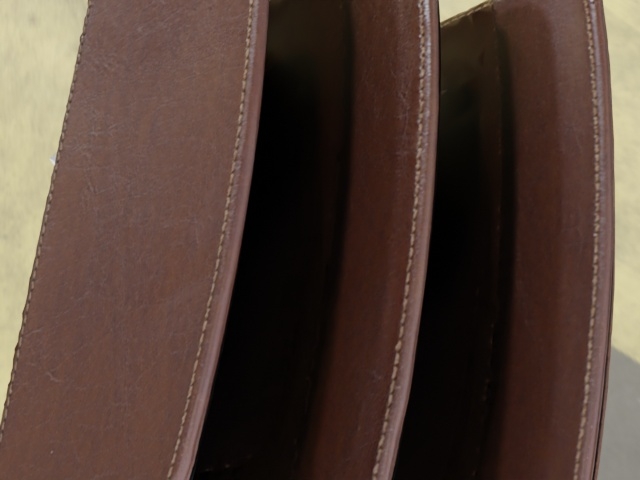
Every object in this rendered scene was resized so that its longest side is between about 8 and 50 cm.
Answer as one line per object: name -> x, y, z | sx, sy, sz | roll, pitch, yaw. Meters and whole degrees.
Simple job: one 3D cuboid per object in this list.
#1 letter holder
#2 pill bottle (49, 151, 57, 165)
letter holder -> 0.000, 0.000, 0.658 | 0.214, 0.302, 0.152 | -18, 145, 41
pill bottle -> -0.204, -0.099, 1.485 | 0.116, 0.065, 0.065 | -41, 115, -8
